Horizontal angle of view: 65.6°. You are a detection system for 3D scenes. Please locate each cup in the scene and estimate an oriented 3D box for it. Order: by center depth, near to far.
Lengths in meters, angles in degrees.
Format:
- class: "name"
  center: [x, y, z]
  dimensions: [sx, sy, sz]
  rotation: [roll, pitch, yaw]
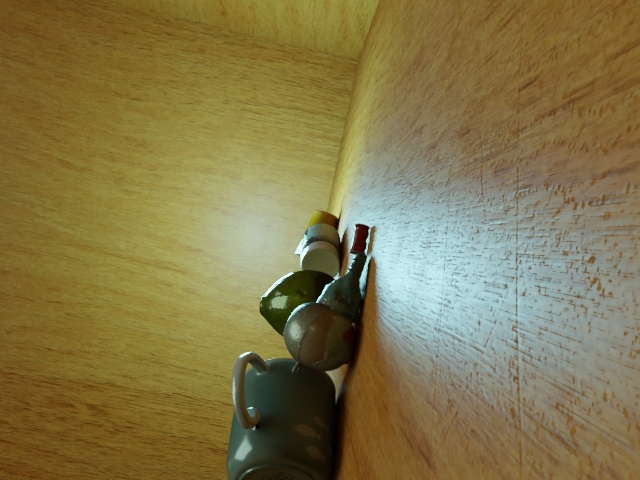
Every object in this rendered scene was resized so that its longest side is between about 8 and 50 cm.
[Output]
- class: "cup"
  center: [-0.112, 0.438, 1.187]
  dimensions: [0.274, 0.259, 0.356]
  rotation: [-90, -25, -56]
- class: "cup"
  center: [0.000, 0.000, 2.465]
  dimensions: [0.226, 0.182, 0.264]
  rotation: [31, -105, -60]

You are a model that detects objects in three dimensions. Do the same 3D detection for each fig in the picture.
- class: "fig"
  center: [-0.062, 0.211, 1.558]
  dimensions: [0.239, 0.271, 0.239]
  rotation: [-6, -90, -82]

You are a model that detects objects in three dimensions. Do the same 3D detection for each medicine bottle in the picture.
- class: "medicine bottle"
  center: [0.002, 0.046, 2.002]
  dimensions: [0.273, 0.165, 0.165]
  rotation: [-86, 9, -67]

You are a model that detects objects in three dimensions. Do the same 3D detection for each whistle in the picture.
- class: "whistle"
  center: [0.039, 0.186, 1.230]
  dimensions: [0.347, 0.189, 0.189]
  rotation: [-56, -4, -17]

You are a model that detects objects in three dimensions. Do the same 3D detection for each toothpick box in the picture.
- class: "toothpick box"
  center: [0.107, -0.004, 1.350]
  dimensions: [0.047, 0.047, 0.083]
  rotation: [114, 168, -76]
